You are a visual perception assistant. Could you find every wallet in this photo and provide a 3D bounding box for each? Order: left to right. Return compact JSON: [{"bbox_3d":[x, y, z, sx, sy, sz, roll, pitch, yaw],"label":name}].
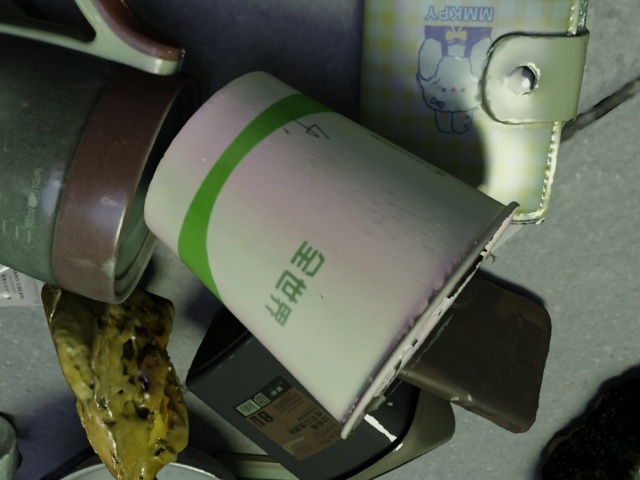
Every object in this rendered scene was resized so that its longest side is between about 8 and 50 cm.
[{"bbox_3d":[0.134,0.095,0.873,0.309,0.165,0.042,27,157,-16],"label":"wallet"},{"bbox_3d":[0.141,-0.166,0.733,0.223,0.077,0.310,6,119,7],"label":"wallet"}]

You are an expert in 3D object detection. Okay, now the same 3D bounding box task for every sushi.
[{"bbox_3d":[0.433,0.319,1.010,0.210,0.171,0.350,24,122,-16],"label":"sushi"}]

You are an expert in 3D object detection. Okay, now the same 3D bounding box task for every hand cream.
[{"bbox_3d":[-0.414,0.054,0.928,0.142,0.053,0.084,-4,124,-8],"label":"hand cream"}]

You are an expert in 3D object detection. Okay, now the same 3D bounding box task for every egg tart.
[{"bbox_3d":[-0.211,0.138,0.842,0.132,0.297,0.297,-21,123,-7],"label":"egg tart"}]

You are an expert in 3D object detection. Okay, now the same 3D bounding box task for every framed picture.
[{"bbox_3d":[-0.068,0.438,1.190,0.208,0.019,0.281,4,123,0],"label":"framed picture"}]

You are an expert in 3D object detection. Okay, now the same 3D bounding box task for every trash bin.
[{"bbox_3d":[0.003,0.180,0.921,0.290,0.182,0.209,40,127,-16],"label":"trash bin"}]

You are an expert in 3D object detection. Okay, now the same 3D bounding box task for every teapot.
[{"bbox_3d":[-0.283,-0.130,0.699,0.312,0.233,0.315,19,114,-4],"label":"teapot"}]

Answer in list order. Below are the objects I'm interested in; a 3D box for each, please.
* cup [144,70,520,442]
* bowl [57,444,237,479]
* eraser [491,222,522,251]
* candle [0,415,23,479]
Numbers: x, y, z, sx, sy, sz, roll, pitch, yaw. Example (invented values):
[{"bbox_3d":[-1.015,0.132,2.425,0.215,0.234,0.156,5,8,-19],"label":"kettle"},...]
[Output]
[{"bbox_3d":[0.000,0.000,0.686,0.274,0.253,0.253,36,122,12],"label":"cup"},{"bbox_3d":[-0.236,0.391,1.068,0.345,0.157,0.346,-2,116,-5],"label":"bowl"},{"bbox_3d":[0.176,-0.036,0.862,0.105,0.026,0.065,36,120,-21],"label":"eraser"},{"bbox_3d":[-0.522,0.294,1.037,0.168,0.192,0.068,36,129,31],"label":"candle"}]
